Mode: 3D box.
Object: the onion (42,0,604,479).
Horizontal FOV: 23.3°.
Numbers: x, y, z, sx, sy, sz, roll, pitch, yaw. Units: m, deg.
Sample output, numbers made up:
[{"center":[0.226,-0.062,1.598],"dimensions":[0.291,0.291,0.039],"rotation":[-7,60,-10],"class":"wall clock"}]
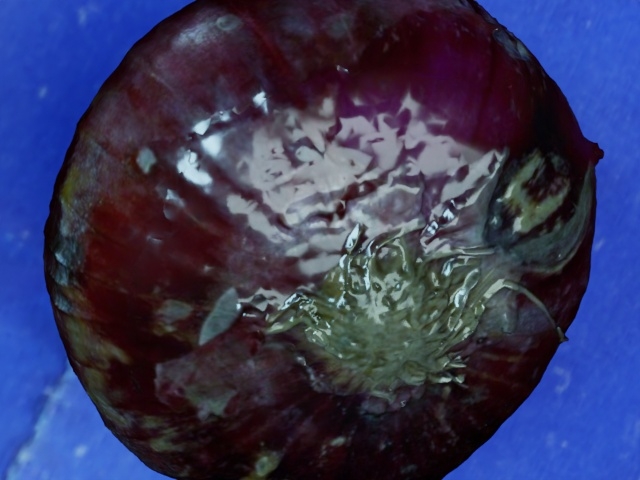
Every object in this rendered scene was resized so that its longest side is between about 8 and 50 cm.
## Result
[{"center":[0.000,0.000,0.678],"dimensions":[0.246,0.190,0.246],"rotation":[-4,116,-9],"class":"onion"}]
